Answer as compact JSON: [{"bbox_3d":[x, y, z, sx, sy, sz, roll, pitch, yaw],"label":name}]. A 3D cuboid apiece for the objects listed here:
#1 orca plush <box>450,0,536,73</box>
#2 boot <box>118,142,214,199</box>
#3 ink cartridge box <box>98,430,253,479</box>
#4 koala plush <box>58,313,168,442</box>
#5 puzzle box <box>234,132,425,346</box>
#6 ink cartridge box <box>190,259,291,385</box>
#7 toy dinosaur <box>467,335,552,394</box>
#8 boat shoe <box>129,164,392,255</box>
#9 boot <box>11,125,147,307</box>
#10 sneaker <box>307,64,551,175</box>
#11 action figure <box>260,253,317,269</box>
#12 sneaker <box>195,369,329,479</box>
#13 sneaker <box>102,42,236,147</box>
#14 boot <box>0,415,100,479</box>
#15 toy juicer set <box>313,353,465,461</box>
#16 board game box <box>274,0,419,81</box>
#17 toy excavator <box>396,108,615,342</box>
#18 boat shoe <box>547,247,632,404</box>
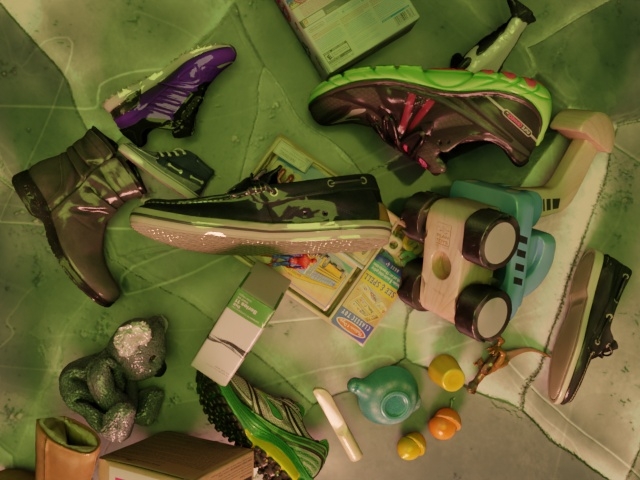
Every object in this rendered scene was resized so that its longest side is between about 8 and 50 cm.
[{"bbox_3d":[0.311,-0.381,1.394,0.102,0.151,0.287,45,117,34],"label":"orca plush"},{"bbox_3d":[-0.316,-0.164,1.375,0.190,0.069,0.086,36,83,-26],"label":"boot"},{"bbox_3d":[-0.277,0.452,1.292,0.235,0.193,0.088,2,93,30],"label":"ink cartridge box"},{"bbox_3d":[-0.391,0.246,1.333,0.203,0.196,0.221,33,93,7],"label":"koala plush"},{"bbox_3d":[0.000,0.000,1.412,0.409,0.052,0.272,35,90,-3],"label":"puzzle box"},{"bbox_3d":[-0.157,0.163,1.325,0.087,0.153,0.208,32,111,-3],"label":"ink cartridge box"},{"bbox_3d":[0.394,0.253,1.442,0.212,0.064,0.112,-27,124,-7],"label":"toy dinosaur"},{"bbox_3d":[-0.110,-0.060,1.293,0.501,0.187,0.155,-1,78,-7],"label":"boat shoe"},{"bbox_3d":[-0.448,-0.050,1.362,0.223,0.118,0.338,-32,97,-7],"label":"boot"},{"bbox_3d":[0.188,-0.231,1.291,0.483,0.185,0.202,9,99,24],"label":"sneaker"},{"bbox_3d":[-0.064,0.040,1.368,0.115,0.030,0.038,3,96,4],"label":"action figure"},{"bbox_3d":[-0.127,0.367,1.393,0.343,0.134,0.146,47,52,4],"label":"sneaker"},{"bbox_3d":[-0.285,-0.289,1.374,0.293,0.102,0.146,-29,96,3],"label":"sneaker"},{"bbox_3d":[-0.544,0.441,1.304,0.236,0.089,0.269,21,122,6],"label":"boot"},{"bbox_3d":[0.148,0.366,1.415,0.329,0.089,0.209,-8,104,-11],"label":"toy juicer set"},{"bbox_3d":[0.027,-0.522,1.382,0.224,0.097,0.303,-32,94,-3],"label":"board game box"},{"bbox_3d":[0.401,-0.048,1.360,0.445,0.222,0.432,-8,109,-34],"label":"toy excavator"},{"bbox_3d":[0.575,0.193,1.407,0.113,0.127,0.340,18,77,0],"label":"boat shoe"}]
